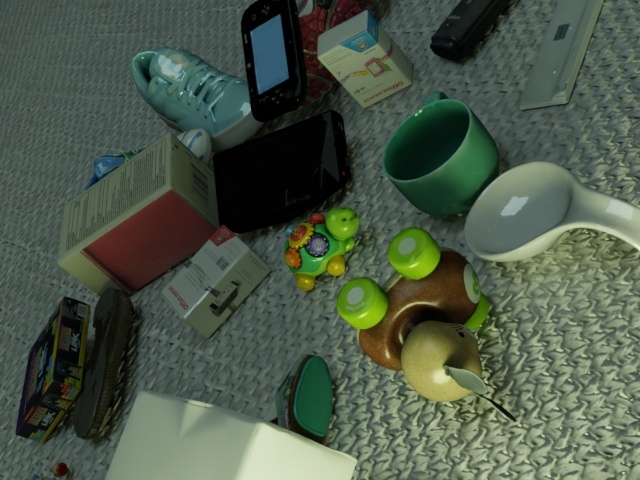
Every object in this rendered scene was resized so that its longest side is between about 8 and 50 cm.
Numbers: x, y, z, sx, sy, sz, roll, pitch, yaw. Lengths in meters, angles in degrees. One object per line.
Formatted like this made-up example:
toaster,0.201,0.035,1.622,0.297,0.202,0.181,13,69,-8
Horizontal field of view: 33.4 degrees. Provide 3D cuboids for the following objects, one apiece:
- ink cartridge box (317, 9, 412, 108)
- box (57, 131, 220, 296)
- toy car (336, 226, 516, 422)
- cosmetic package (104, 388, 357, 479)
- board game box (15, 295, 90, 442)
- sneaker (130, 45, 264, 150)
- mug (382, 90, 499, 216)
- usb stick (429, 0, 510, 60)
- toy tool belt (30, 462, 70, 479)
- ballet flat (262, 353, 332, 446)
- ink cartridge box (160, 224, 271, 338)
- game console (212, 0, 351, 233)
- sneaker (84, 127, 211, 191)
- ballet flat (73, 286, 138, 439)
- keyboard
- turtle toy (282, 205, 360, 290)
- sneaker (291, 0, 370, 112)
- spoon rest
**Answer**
ink cartridge box,0.066,-0.262,1.553,0.088,0.122,0.052,-24,44,28
box,-0.280,-0.032,1.669,0.232,0.127,0.149,-32,38,19
toy car,0.134,0.106,1.104,0.149,0.155,0.188,-44,45,2
cosmetic package,-0.137,0.359,1.058,0.217,0.156,0.385,6,69,48
board game box,-0.399,0.191,1.595,0.141,0.048,0.170,-50,29,31
sneaker,-0.222,-0.253,1.809,0.366,0.150,0.135,17,69,51
mug,0.162,-0.105,1.321,0.129,0.097,0.158,10,62,50
usb stick,0.259,-0.373,1.534,0.278,0.045,0.077,-52,37,-8
toy tool belt,-0.385,0.343,1.468,0.051,0.052,0.083,-6,49,31
ballet flat,-0.029,0.230,1.206,0.079,0.077,0.222,-29,43,27
ink cartridge box,-0.149,0.057,1.507,0.135,0.056,0.099,-47,35,-3
game console,-0.073,-0.198,1.580,0.213,0.044,0.362,-18,68,27
sneaker,-0.290,-0.111,1.741,0.240,0.126,0.091,-38,55,25
ballet flat,-0.309,0.179,1.558,0.084,0.058,0.250,-35,38,35
keyboard,0.326,-0.274,1.400,0.072,0.014,0.256,-8,49,47
turtle toy,0.000,0.000,1.406,0.130,0.066,0.095,-28,39,23
sneaker,-0.004,-0.323,1.711,0.299,0.120,0.112,-57,8,-15
spoon rest,0.263,-0.022,1.149,0.276,0.084,0.137,16,67,50
